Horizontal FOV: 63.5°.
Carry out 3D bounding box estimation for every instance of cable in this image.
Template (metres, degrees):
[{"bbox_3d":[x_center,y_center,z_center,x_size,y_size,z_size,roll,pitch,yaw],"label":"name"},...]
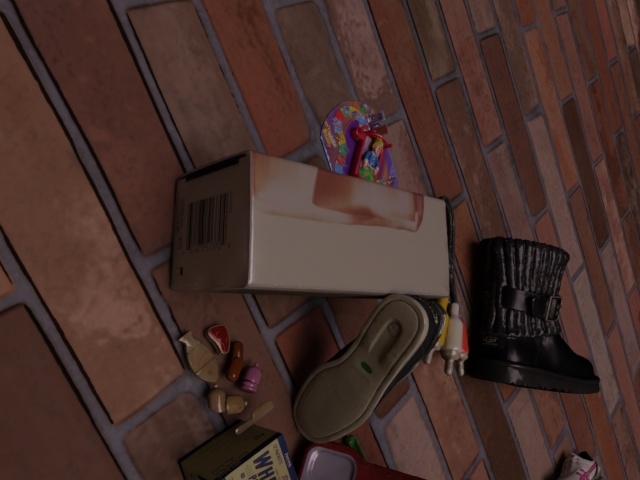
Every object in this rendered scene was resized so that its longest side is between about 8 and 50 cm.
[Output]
[{"bbox_3d":[0.213,0.073,0.831,0.140,0.072,0.287,29,67,-43],"label":"cable"}]

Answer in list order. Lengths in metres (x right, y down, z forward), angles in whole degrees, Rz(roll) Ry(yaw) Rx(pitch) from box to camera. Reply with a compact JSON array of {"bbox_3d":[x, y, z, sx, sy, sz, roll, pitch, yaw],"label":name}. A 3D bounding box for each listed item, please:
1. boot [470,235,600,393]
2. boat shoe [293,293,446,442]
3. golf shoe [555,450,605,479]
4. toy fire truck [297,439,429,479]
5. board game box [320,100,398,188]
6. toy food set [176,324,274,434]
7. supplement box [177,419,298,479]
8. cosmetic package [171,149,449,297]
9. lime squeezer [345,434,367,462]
[{"bbox_3d":[0.415,0.145,0.965,0.348,0.131,0.259,20,73,-39],"label":"boot"},{"bbox_3d":[0.055,0.154,0.602,0.084,0.233,0.079,50,25,25],"label":"boat shoe"},{"bbox_3d":[0.529,0.496,1.088,0.186,0.067,0.085,9,53,-41],"label":"golf shoe"},{"bbox_3d":[0.059,0.396,0.551,0.169,0.254,0.302,80,26,-58],"label":"toy fire truck"},{"bbox_3d":[0.070,-0.121,0.746,0.133,0.033,0.168,-29,104,-40],"label":"board game box"},{"bbox_3d":[-0.102,0.145,0.569,0.078,0.019,0.122,-27,91,-44],"label":"toy food set"},{"bbox_3d":[-0.085,0.238,0.535,0.083,0.083,0.056,-25,102,-41],"label":"supplement box"},{"bbox_3d":[0.000,0.000,0.592,0.296,0.153,0.129,9,78,-43],"label":"cosmetic package"},{"bbox_3d":[0.122,0.398,0.703,0.059,0.110,0.310,-41,82,-20],"label":"lime squeezer"}]
